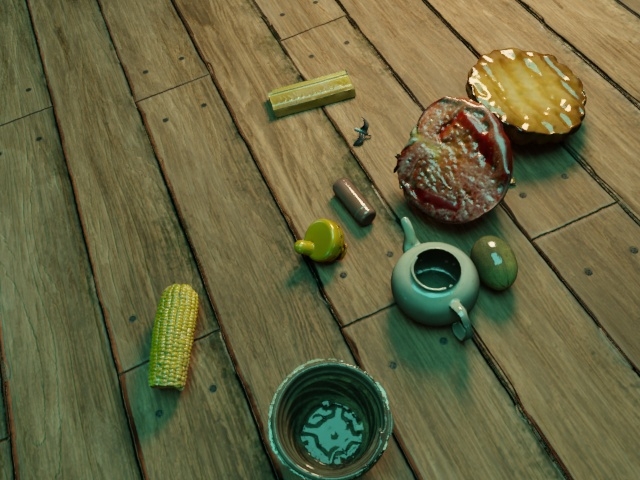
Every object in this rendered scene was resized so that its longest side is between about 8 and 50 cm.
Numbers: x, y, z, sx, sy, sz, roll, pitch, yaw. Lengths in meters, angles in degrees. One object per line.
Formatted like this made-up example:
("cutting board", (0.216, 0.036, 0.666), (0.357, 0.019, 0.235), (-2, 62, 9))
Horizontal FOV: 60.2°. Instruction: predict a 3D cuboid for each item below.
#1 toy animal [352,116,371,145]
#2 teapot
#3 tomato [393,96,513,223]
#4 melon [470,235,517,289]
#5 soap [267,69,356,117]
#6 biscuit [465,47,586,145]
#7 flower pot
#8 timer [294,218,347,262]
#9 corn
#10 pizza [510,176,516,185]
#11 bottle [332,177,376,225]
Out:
("toy animal", (0.119, -0.299, 1.543), (0.028, 0.050, 0.084), (24, 100, 54))
("teapot", (0.253, 0.091, 1.219), (0.193, 0.129, 0.294), (-23, 58, -6))
("tomato", (0.346, -0.186, 1.364), (0.309, 0.170, 0.308), (-1, 89, 27))
("melon", (0.391, 0.050, 1.246), (0.098, 0.098, 0.130), (-13, 64, -1))
("soap", (-0.028, -0.438, 1.646), (0.252, 0.037, 0.092), (-16, 56, -2))
("biscuit", (0.541, -0.376, 1.469), (0.326, 0.107, 0.325), (4, 58, -6))
("flower pot", (0.021, 0.360, 1.073), (0.236, 0.140, 0.235), (-2, 59, 4))
("timer", (0.000, 0.000, 1.322), (0.107, 0.109, 0.107), (-10, 75, 43))
("corn", (-0.330, 0.215, 1.238), (0.094, 0.093, 0.244), (-2, 57, 6))
("pizza", (0.466, -0.164, 1.421), (0.083, 0.016, 0.037), (35, 67, 21))
("bottle", (0.085, -0.100, 1.407), (0.053, 0.053, 0.140), (-29, 58, -11))
